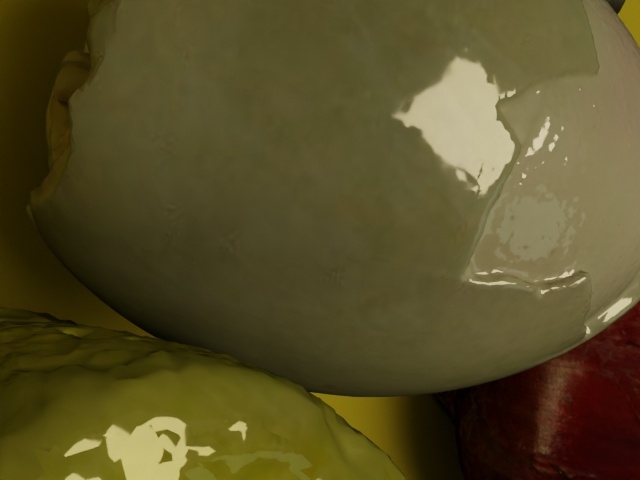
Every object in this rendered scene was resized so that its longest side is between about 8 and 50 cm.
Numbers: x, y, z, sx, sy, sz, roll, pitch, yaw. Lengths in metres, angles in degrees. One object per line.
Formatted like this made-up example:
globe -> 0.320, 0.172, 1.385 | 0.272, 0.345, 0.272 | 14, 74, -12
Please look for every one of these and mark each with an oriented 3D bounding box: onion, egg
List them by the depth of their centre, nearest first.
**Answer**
egg -> 0.026, -0.057, 0.583 | 0.336, 0.278, 0.278 | 12, 77, -10
onion -> 0.217, 0.122, 0.844 | 0.276, 0.276, 0.276 | 4, 84, -41

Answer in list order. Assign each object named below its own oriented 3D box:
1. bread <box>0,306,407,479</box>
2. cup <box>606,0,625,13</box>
bread -> -0.122, 0.205, 0.490 | 0.348, 0.307, 0.348 | 1, 89, -39
cup -> 0.074, -0.213, 0.785 | 0.279, 0.196, 0.196 | -2, 88, -32
